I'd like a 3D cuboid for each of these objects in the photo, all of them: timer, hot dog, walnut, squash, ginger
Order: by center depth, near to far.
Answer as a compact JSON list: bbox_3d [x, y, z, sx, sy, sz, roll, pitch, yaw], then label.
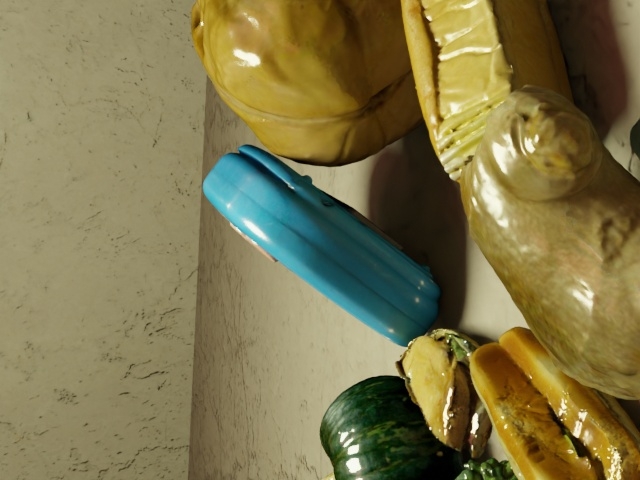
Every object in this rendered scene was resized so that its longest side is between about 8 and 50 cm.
[{"bbox_3d":[0.203,-0.006,0.652,0.275,0.130,0.221,36,153,45],"label":"ginger"},{"bbox_3d":[0.211,0.163,0.778,0.072,0.109,0.269,57,-175,-27],"label":"hot dog"},{"bbox_3d":[0.086,0.268,1.044,0.218,0.172,0.218,-179,90,-74],"label":"squash"},{"bbox_3d":[-0.009,-0.283,1.086,0.398,0.308,0.354,-110,11,-46],"label":"walnut"},{"bbox_3d":[0.000,0.000,1.142,0.115,0.309,0.340,-52,22,0],"label":"timer"}]

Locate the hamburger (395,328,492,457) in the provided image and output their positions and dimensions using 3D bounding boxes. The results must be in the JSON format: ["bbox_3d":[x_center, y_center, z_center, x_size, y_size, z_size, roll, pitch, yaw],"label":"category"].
[{"bbox_3d":[0.161,0.152,0.977,0.102,0.087,0.176,-62,25,21],"label":"hamburger"}]

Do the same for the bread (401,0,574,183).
[{"bbox_3d":[0.166,-0.183,0.853,0.119,0.152,0.288,-28,62,43],"label":"bread"}]

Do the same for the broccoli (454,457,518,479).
[{"bbox_3d":[0.196,0.343,0.786,0.275,0.177,0.198,55,143,35],"label":"broccoli"}]

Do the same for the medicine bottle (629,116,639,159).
[{"bbox_3d":[0.288,-0.131,0.567,0.217,0.090,0.090,112,152,-50],"label":"medicine bottle"}]
